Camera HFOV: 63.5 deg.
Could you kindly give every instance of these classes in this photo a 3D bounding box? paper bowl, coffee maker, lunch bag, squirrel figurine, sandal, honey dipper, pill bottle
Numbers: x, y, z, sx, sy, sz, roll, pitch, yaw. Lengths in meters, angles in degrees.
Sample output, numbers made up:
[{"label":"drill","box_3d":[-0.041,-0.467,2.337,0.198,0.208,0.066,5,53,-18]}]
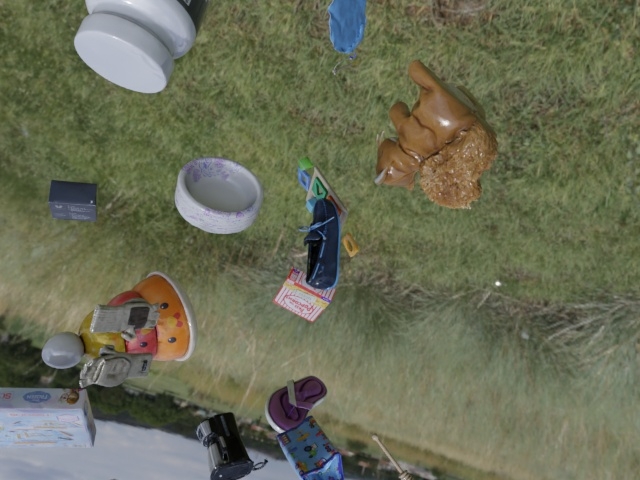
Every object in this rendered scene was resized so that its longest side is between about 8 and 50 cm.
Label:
[{"label":"paper bowl","box_3d":[-0.342,-0.137,1.735,0.284,0.284,0.148,20,132,-7]},{"label":"coffee maker","box_3d":[-0.280,0.633,1.586,0.171,0.120,0.178,22,-156,-39]},{"label":"lunch bag","box_3d":[0.002,0.745,1.620,0.221,0.138,0.293,28,141,63]},{"label":"squirrel figurine","box_3d":[0.335,-0.271,1.600,0.281,0.397,0.370,1,140,-47]},{"label":"sandal","box_3d":[-0.084,0.600,1.999,0.169,0.102,0.416,37,-162,13]},{"label":"honey dipper","box_3d":[0.193,0.594,1.401,0.161,0.030,0.030,49,165,16]},{"label":"pill bottle","box_3d":[-0.321,-0.488,1.001,0.210,0.363,0.210,14,164,4]}]

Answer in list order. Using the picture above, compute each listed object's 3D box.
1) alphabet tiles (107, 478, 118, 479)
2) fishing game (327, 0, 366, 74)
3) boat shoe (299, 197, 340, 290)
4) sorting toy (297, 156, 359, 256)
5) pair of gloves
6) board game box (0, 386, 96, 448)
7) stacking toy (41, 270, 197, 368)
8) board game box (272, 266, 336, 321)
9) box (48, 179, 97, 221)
[{"label":"alphabet tiles","box_3d":[-0.656,0.851,1.497,0.277,0.284,0.021,-16,139,0]},{"label":"fishing game","box_3d":[0.068,-0.596,1.381,0.041,0.189,0.264,19,132,30]},{"label":"boat shoe","box_3d":[0.000,0.000,1.376,0.089,0.259,0.109,10,151,-27]},{"label":"sorting toy","box_3d":[0.007,-0.099,1.560,0.348,0.047,0.196,57,157,22]},{"label":"pair of gloves","box_3d":[-0.528,0.267,1.371,0.042,0.240,0.204,19,-169,33]},{"label":"board game box","box_3d":[-0.849,0.530,1.529,0.318,0.066,0.318,5,139,-14]},{"label":"stacking toy","box_3d":[-0.703,0.329,1.793,0.479,0.351,0.350,-19,-172,-42]},{"label":"board game box","box_3d":[-0.052,0.167,1.565,0.146,0.045,0.193,28,147,-3]},{"label":"box","box_3d":[-0.908,-0.144,1.912,0.155,0.093,0.158,4,159,-21]}]
